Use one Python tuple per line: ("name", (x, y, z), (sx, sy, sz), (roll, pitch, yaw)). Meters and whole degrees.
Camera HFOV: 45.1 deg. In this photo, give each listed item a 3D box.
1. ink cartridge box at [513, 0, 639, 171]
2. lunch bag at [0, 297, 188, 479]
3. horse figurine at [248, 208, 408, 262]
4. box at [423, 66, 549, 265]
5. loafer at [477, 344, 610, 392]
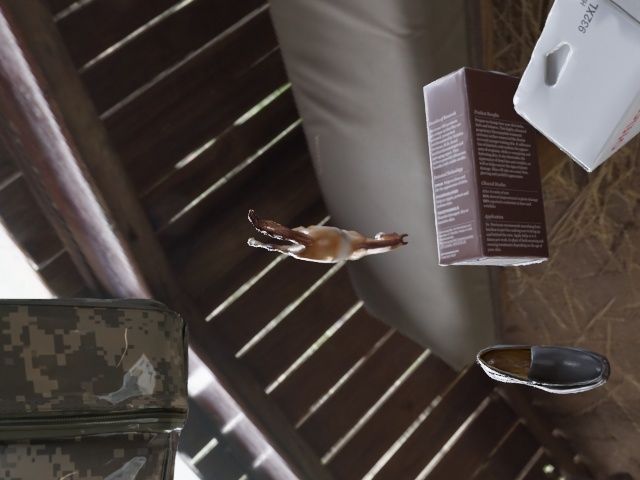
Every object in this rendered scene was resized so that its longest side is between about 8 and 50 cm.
("ink cartridge box", (0.389, -0.252, 0.867), (0.129, 0.307, 0.223), (46, 160, 19))
("lunch bag", (-0.234, 0.187, 0.668), (0.305, 0.212, 0.256), (155, 114, -67))
("horse figurine", (0.000, 0.000, 1.258), (0.174, 0.066, 0.263), (10, -179, 40))
("box", (0.334, -0.141, 1.565), (0.143, 0.191, 0.382), (-13, 77, 56))
("loafer", (0.287, 0.165, 1.005), (0.170, 0.062, 0.061), (-5, 163, 33))
